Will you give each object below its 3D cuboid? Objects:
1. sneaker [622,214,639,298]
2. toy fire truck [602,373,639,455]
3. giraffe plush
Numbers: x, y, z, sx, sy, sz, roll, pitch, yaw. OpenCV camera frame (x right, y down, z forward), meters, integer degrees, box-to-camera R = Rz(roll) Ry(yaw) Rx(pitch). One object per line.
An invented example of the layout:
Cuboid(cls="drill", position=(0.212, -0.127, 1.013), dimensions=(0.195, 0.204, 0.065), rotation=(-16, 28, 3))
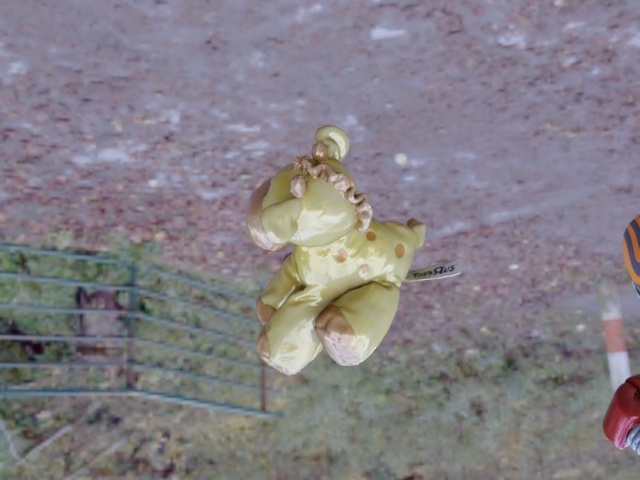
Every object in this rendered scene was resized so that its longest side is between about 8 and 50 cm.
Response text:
Cuboid(cls="sneaker", position=(0.392, 0.038, 1.000), dimensions=(0.124, 0.321, 0.180), rotation=(-41, 125, 13))
Cuboid(cls="toy fire truck", position=(0.520, 0.343, 1.516), dimensions=(0.246, 0.217, 0.158), rotation=(-14, 132, -30))
Cuboid(cls="giraffe plush", position=(0.000, 0.000, 0.882), dimensions=(0.210, 0.181, 0.170), rotation=(-26, 123, 18))
